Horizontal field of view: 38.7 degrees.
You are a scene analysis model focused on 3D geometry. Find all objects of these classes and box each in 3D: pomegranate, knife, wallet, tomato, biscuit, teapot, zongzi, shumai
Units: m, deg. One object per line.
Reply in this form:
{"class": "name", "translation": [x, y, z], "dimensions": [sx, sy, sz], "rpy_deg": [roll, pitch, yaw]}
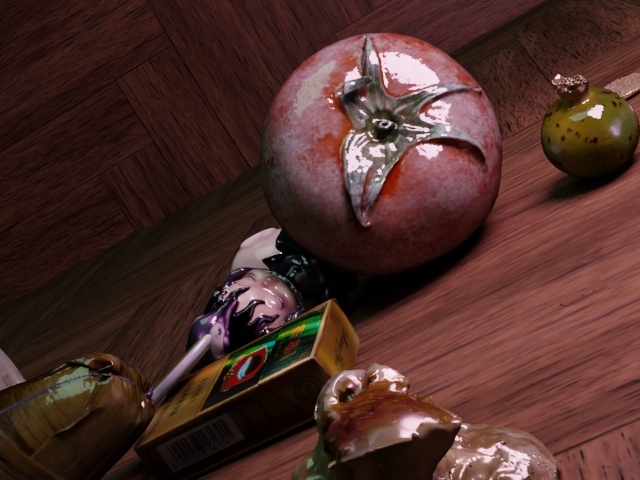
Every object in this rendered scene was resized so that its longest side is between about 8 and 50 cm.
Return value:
{"class": "pomegranate", "translation": [0.335, -0.140, 1.130], "dimensions": [0.130, 0.130, 0.130], "rpy_deg": [-30, 13, 7]}
{"class": "knife", "translation": [-0.252, 0.234, 1.094], "dimensions": [0.343, 0.027, 0.061], "rpy_deg": [-45, 3, 9]}
{"class": "wallet", "translation": [0.000, 0.001, 1.393], "dimensions": [0.025, 0.124, 0.244], "rpy_deg": [-59, 4, 18]}
{"class": "tomato", "translation": [0.077, -0.109, 1.185], "dimensions": [0.317, 0.316, 0.282], "rpy_deg": [-33, -16, -7]}
{"class": "biscuit", "translation": [0.465, -0.234, 1.431], "dimensions": [0.120, 0.015, 0.120], "rpy_deg": [-29, 12, 7]}
{"class": "teapot", "translation": [-0.076, 0.030, 1.531], "dimensions": [0.226, 0.092, 0.145], "rpy_deg": [-20, 17, 30]}
{"class": "zongzi", "translation": [-0.351, 0.196, 1.034], "dimensions": [0.286, 0.138, 0.300], "rpy_deg": [-48, 46, -1]}
{"class": "shumai", "translation": [0.047, 0.159, 0.615], "dimensions": [0.209, 0.153, 0.161], "rpy_deg": [-27, 20, 5]}

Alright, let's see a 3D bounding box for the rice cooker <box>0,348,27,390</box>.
{"class": "rice cooker", "translation": [-0.562, 0.283, 1.273], "dimensions": [0.277, 0.288, 0.288], "rpy_deg": [-33, 12, 4]}

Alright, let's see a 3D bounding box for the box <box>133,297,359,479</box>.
{"class": "box", "translation": [-0.078, 0.170, 1.023], "dimensions": [0.240, 0.071, 0.159], "rpy_deg": [-29, 11, 16]}

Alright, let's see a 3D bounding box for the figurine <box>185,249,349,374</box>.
{"class": "figurine", "translation": [-0.086, 0.104, 1.195], "dimensions": [0.222, 0.145, 0.145], "rpy_deg": [-29, 9, -35]}
